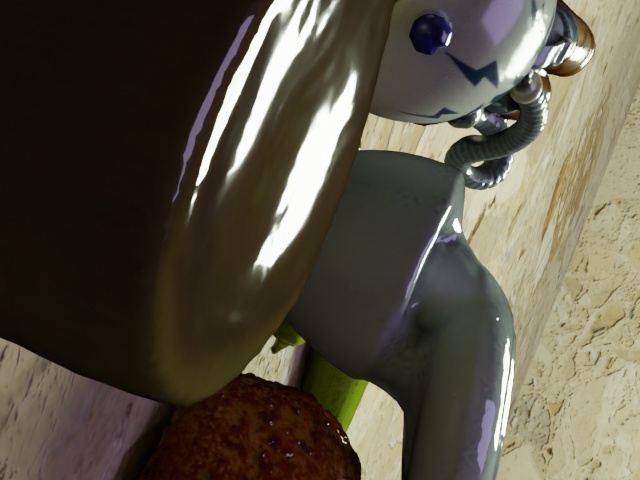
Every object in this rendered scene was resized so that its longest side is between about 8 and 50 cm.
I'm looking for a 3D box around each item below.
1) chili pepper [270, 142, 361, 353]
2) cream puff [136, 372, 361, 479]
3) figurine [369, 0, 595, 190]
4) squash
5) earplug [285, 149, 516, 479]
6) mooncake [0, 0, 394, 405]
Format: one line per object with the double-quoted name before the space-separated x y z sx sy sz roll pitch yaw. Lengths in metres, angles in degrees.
"chili pepper" 0.000 0.000 1.378 0.049 0.043 0.208 23 86 -61
"cream puff" -0.056 0.222 1.256 0.240 0.164 0.240 -57 163 -27
"figurine" 0.104 -0.179 1.244 0.261 0.186 0.382 -59 161 11
"squash" 0.022 0.115 1.536 0.066 0.066 0.201 -30 138 -66
"earplug" 0.067 0.083 1.286 0.214 0.175 0.326 -66 137 -82
"mooncake" -0.080 -0.066 0.835 0.284 0.155 0.284 20 90 -76
